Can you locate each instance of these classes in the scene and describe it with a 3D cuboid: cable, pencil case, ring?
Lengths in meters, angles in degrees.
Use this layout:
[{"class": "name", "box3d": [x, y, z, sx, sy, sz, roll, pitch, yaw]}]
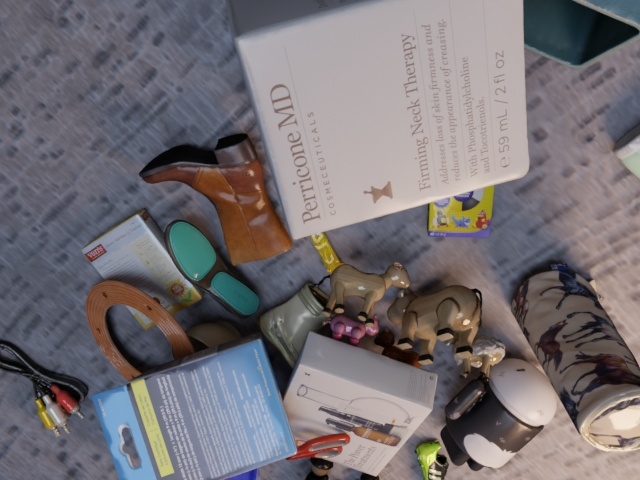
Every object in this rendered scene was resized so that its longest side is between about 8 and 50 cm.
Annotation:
[{"class": "cable", "box3d": [-0.697, 0.353, 1.591, 0.139, 0.072, 0.287, -36, 104, 13]}, {"class": "pencil case", "box3d": [0.507, 0.211, 1.214, 0.184, 0.410, 0.160, -28, 117, 12]}, {"class": "ring", "box3d": [-0.403, 0.230, 1.464, 0.337, 0.032, 0.336, 19, 129, 25]}]

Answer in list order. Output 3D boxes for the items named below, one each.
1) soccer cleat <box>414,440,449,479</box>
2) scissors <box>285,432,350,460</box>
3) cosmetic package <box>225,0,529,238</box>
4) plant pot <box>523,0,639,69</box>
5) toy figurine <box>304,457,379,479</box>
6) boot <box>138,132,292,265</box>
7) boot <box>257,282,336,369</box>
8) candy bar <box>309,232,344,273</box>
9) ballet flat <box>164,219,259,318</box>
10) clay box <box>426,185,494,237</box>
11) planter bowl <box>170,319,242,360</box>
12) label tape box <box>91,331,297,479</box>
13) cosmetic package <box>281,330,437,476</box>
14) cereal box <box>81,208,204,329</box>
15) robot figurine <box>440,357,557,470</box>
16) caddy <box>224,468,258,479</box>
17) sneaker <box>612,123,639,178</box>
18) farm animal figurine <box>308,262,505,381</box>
[{"class": "soccer cleat", "box3d": [0.285, 0.575, 1.581, 0.072, 0.060, 0.178, -17, 110, -1]}, {"class": "scissors", "box3d": [-0.082, 0.464, 1.397, 0.297, 0.021, 0.109, -5, 144, -10]}, {"class": "cosmetic package", "box3d": [0.082, -0.257, 1.046, 0.394, 0.327, 0.329, -16, 122, -3]}, {"class": "plant pot", "box3d": [0.409, -0.466, 1.043, 0.247, 0.248, 0.252, 22, 90, -3]}, {"class": "toy figurine", "box3d": [0.056, 0.627, 1.548, 0.210, 0.213, 0.148, 17, 97, -4]}, {"class": "boot", "box3d": [-0.222, -0.073, 1.375, 0.264, 0.096, 0.280, -14, 121, 8]}, {"class": "boot", "box3d": [-0.017, 0.211, 1.455, 0.165, 0.077, 0.213, -37, 104, 16]}, {"class": "candy bar", "box3d": [0.000, 0.000, 1.395, 0.040, 0.018, 0.161, -25, 107, 12]}, {"class": "ballet flat", "box3d": [-0.252, 0.071, 1.405, 0.280, 0.095, 0.096, 51, 153, -21]}, {"class": "clay box", "box3d": [0.284, -0.117, 1.296, 0.128, 0.053, 0.222, 1, 113, 6]}, {"class": "planter bowl", "box3d": [-0.243, 0.250, 1.462, 0.162, 0.109, 0.162, 18, 128, 24]}, {"class": "label tape box", "box3d": [-0.250, 0.362, 1.313, 0.348, 0.115, 0.249, -18, 93, -4]}, {"class": "cosmetic package", "box3d": [0.056, 0.376, 1.428, 0.285, 0.097, 0.377, 20, 138, 0]}, {"class": "cereal box", "box3d": [-0.398, 0.068, 1.452, 0.173, 0.047, 0.240, -29, 106, 17]}, {"class": "robot figurine", "box3d": [0.392, 0.388, 1.431, 0.173, 0.209, 0.278, 45, 114, 19]}, {"class": "caddy", "box3d": [-0.264, 0.491, 1.524, 0.241, 0.179, 0.341, 2, 134, -9]}, {"class": "sneaker", "box3d": [0.700, -0.196, 1.193, 0.151, 0.094, 0.256, 46, 120, -6]}, {"class": "farm animal figurine", "box3d": [0.188, 0.150, 1.332, 0.327, 0.172, 0.330, -7, 138, 30]}]
